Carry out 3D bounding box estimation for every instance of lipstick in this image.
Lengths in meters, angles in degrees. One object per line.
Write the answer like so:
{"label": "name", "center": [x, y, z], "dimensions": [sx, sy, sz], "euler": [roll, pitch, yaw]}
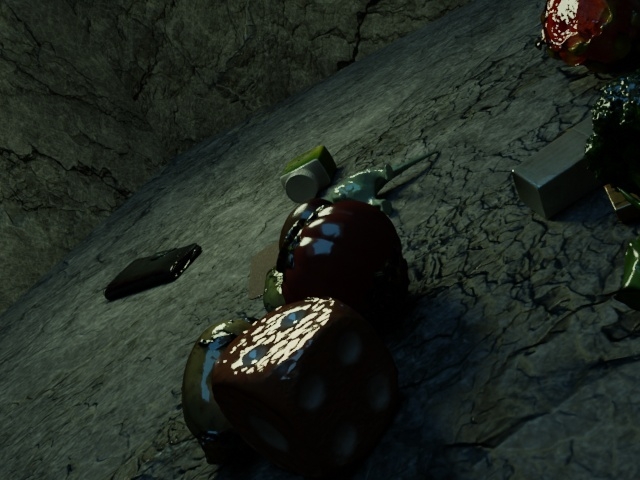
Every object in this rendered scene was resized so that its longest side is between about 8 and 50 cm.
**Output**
{"label": "lipstick", "center": [0.486, -0.174, 1.122], "dimensions": [0.371, 0.076, 0.080], "euler": [-33, 38, -4]}

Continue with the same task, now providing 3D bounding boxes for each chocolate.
{"label": "chocolate", "center": [0.000, 0.000, 1.314], "dimensions": [0.177, 0.177, 0.177], "euler": [-28, 20, 11]}

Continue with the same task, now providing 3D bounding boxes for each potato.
{"label": "potato", "center": [-0.070, 0.090, 1.384], "dimensions": [0.119, 0.054, 0.198], "euler": [-23, 22, 13]}

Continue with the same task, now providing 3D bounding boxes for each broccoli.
{"label": "broccoli", "center": [0.431, -0.063, 0.766], "dimensions": [0.297, 0.297, 0.297], "euler": [0, 68, 56]}

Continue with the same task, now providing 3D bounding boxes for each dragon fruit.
{"label": "dragon fruit", "center": [0.595, -0.486, 1.501], "dimensions": [0.307, 0.243, 0.227], "euler": [-104, 35, -66]}

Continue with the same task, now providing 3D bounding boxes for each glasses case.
{"label": "glasses case", "center": [0.491, -0.079, 0.965], "dimensions": [0.170, 0.041, 0.064], "euler": [-24, 32, 21]}

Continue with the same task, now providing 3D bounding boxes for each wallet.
{"label": "wallet", "center": [-0.497, 0.085, 2.055], "dimensions": [0.318, 0.045, 0.172], "euler": [-15, 27, 36]}

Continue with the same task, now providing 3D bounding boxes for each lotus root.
{"label": "lotus root", "center": [-0.139, 0.212, 1.041], "dimensions": [0.140, 0.154, 0.257], "euler": [-5, 34, 11]}

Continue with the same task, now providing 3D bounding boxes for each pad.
{"label": "pad", "center": [-0.088, 0.044, 1.598], "dimensions": [0.176, 0.002, 0.266], "euler": [-29, 20, 7]}

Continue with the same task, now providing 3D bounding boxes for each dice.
{"label": "dice", "center": [-0.018, 0.184, 0.900], "dimensions": [0.179, 0.174, 0.175], "euler": [-45, 22, -30]}

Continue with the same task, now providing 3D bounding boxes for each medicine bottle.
{"label": "medicine bottle", "center": [-0.037, -0.178, 1.927], "dimensions": [0.132, 0.088, 0.188], "euler": [-24, 20, 20]}

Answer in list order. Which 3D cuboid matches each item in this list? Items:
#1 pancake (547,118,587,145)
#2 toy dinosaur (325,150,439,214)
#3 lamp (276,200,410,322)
{"label": "pancake", "center": [0.488, -0.183, 1.250], "dimensions": [0.190, 0.020, 0.184], "euler": [-35, 19, -6]}
{"label": "toy dinosaur", "center": [0.120, -0.123, 1.574], "dimensions": [0.393, 0.092, 0.205], "euler": [-43, 17, -21]}
{"label": "lamp", "center": [0.040, 0.048, 1.109], "dimensions": [0.227, 0.227, 0.227], "euler": [-28, 20, 11]}
